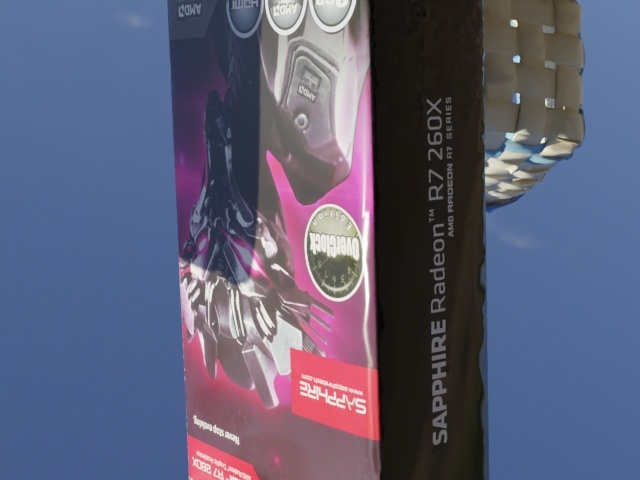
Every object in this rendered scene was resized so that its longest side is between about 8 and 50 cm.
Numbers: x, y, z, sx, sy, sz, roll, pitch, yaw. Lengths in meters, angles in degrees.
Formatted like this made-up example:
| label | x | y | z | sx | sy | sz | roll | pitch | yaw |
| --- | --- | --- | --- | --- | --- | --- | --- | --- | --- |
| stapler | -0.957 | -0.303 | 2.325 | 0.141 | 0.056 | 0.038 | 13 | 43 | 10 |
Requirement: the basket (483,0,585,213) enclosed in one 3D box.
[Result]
| label | x | y | z | sx | sy | sz | roll | pitch | yaw |
| --- | --- | --- | --- | --- | --- | --- | --- | --- | --- |
| basket | 0.080 | -0.120 | 1.098 | 0.254 | 0.289 | 0.201 | 6 | -106 | -25 |

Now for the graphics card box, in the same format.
| label | x | y | z | sx | sy | sz | roll | pitch | yaw |
| --- | --- | --- | --- | --- | --- | --- | --- | --- | --- |
| graphics card box | 0.000 | 0.000 | 0.813 | 0.094 | 0.371 | 0.233 | -6 | -171 | -34 |
